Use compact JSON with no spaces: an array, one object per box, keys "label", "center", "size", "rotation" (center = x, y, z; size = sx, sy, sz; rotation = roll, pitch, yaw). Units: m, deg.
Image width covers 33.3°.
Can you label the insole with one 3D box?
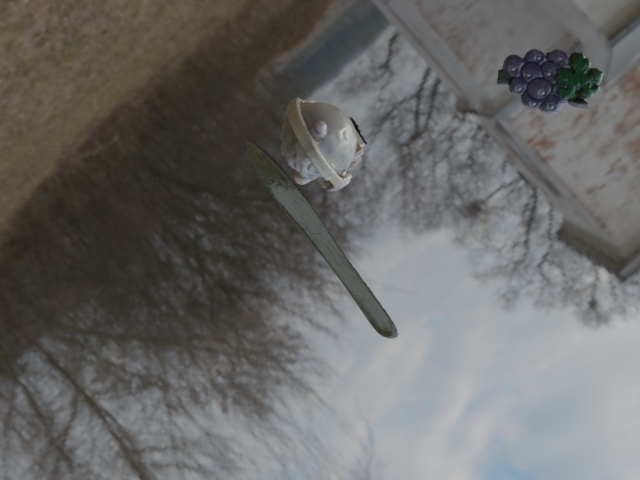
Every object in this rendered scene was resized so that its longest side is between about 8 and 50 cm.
[{"label":"insole","center":[0.000,0.000,1.390],"size":[0.007,0.322,0.109],"rotation":[-37,-175,-17]}]

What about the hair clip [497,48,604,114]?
[{"label":"hair clip","center":[0.431,-0.298,2.009],"size":[0.195,0.124,0.052],"rotation":[3,-178,15]}]

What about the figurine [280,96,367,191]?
[{"label":"figurine","center":[-0.005,-0.154,1.738],"size":[0.141,0.162,0.237],"rotation":[-30,178,8]}]
